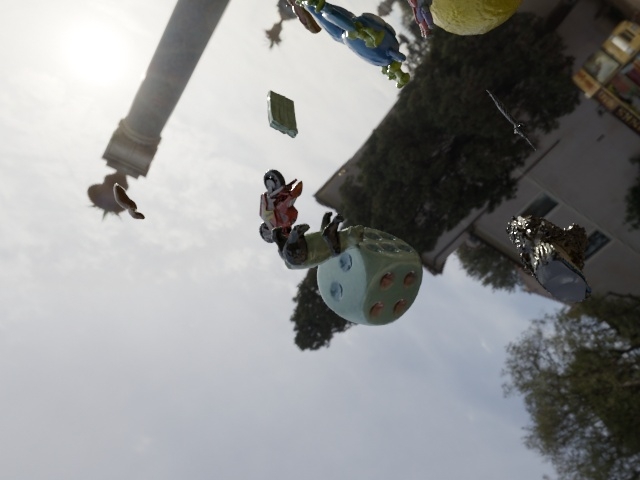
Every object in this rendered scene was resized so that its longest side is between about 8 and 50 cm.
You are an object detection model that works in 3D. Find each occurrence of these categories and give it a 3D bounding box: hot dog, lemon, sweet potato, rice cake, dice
[{"bbox_3d":[-0.075,-0.755,1.648,0.285,0.061,0.087,58,-133,-39],"label":"hot dog"},{"bbox_3d":[0.443,-0.756,1.565,0.336,0.336,0.336,27,-147,-19],"label":"lemon"},{"bbox_3d":[-0.536,-0.102,1.522,0.044,0.044,0.179,-3,-140,-48],"label":"sweet potato"},{"bbox_3d":[-0.144,-0.481,2.052,0.124,0.038,0.211,21,-137,-24],"label":"rice cake"},{"bbox_3d":[0.168,0.119,1.881,0.268,0.262,0.265,-1,-153,-37],"label":"dice"}]

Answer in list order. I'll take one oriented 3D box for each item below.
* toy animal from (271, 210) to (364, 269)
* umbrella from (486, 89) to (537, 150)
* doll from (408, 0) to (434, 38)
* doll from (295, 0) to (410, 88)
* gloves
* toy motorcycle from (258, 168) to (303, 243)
[{"bbox_3d":[0.000,0.000,1.356,0.225,0.121,0.094,-18,-166,-13],"label":"toy animal"},{"bbox_3d":[0.322,-0.208,0.923,0.022,0.022,0.148,11,-136,-55],"label":"umbrella"},{"bbox_3d":[0.258,-0.642,1.416,0.102,0.075,0.227,-108,1,-64],"label":"doll"},{"bbox_3d":[0.080,-0.485,1.249,0.341,0.098,0.346,47,-164,28],"label":"doll"},{"bbox_3d":[0.571,0.022,1.353,0.211,0.135,0.312,18,-153,-13],"label":"gloves"},{"bbox_3d":[-0.139,-0.101,1.879,0.171,0.298,0.089,31,-140,27],"label":"toy motorcycle"}]
